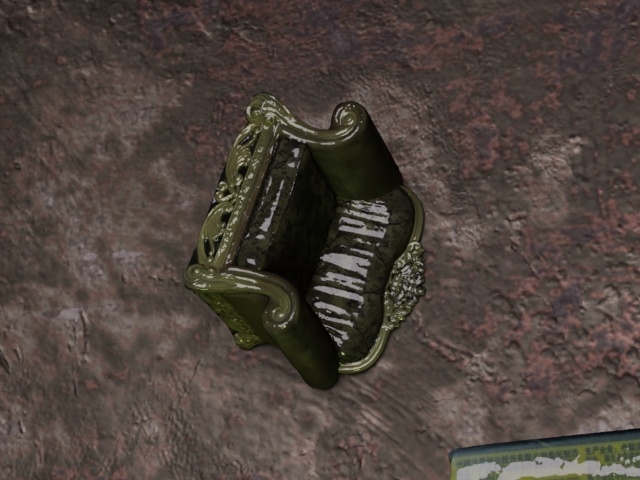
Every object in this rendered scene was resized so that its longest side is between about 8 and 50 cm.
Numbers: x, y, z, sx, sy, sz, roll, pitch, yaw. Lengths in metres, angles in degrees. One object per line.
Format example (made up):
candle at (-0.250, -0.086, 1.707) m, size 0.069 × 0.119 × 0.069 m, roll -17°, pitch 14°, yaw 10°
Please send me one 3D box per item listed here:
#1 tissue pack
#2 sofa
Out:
tissue pack at (0.260, 0.233, 1.756) m, size 0.257 × 0.185 × 0.081 m, roll -7°, pitch 68°, yaw 13°
sofa at (0.000, 0.000, 1.916) m, size 0.182 × 0.200 × 0.258 m, roll 12°, pitch 71°, yaw 22°
